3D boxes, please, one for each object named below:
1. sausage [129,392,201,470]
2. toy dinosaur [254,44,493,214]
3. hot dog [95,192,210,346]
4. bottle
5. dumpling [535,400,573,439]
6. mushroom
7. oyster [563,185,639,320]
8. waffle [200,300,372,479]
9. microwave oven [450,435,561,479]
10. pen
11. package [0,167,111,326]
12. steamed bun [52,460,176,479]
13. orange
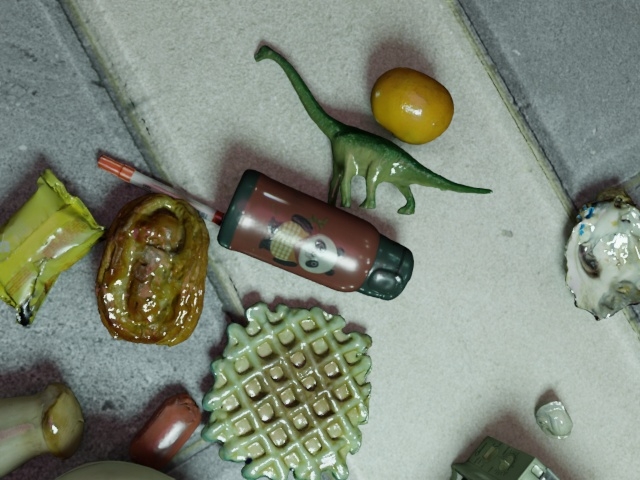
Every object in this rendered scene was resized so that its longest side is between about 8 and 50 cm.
[{"bbox_3d":[-0.257,0.320,1.062,0.076,0.076,0.141,43,78,-2],"label":"sausage"},{"bbox_3d":[0.084,-0.201,1.140,0.446,0.087,0.301,3,86,14],"label":"toy dinosaur"},{"bbox_3d":[-0.275,0.047,1.060,0.175,0.114,0.259,7,87,-5],"label":"hot dog"},{"bbox_3d":[0.000,0.000,1.108,0.335,0.144,0.144,21,80,-8],"label":"bottle"},{"bbox_3d":[0.433,0.335,1.180,0.057,0.076,0.052,-24,51,7],"label":"dumpling"},{"bbox_3d":[-0.572,0.331,0.981,0.406,0.137,0.154,-12,72,-4],"label":"mushroom"},{"bbox_3d":[0.549,0.029,1.223,0.222,0.083,0.214,-33,86,-6],"label":"oyster"},{"bbox_3d":[-0.052,0.263,1.106,0.291,0.056,0.310,14,80,-8],"label":"waffle"},{"bbox_3d":[0.296,0.556,1.048,0.286,0.218,0.355,45,79,-1],"label":"microwave oven"},{"bbox_3d":[-0.281,-0.088,1.128,0.239,0.028,0.028,26,80,-6],"label":"pen"},{"bbox_3d":[-0.466,0.009,1.056,0.168,0.090,0.226,44,81,-5],"label":"package"},{"bbox_3d":[-0.316,0.511,0.910,0.333,0.334,0.374,24,85,-6],"label":"steamed bun"},{"bbox_3d":[0.162,-0.242,1.157,0.156,0.156,0.124,23,101,-6],"label":"orange"}]
